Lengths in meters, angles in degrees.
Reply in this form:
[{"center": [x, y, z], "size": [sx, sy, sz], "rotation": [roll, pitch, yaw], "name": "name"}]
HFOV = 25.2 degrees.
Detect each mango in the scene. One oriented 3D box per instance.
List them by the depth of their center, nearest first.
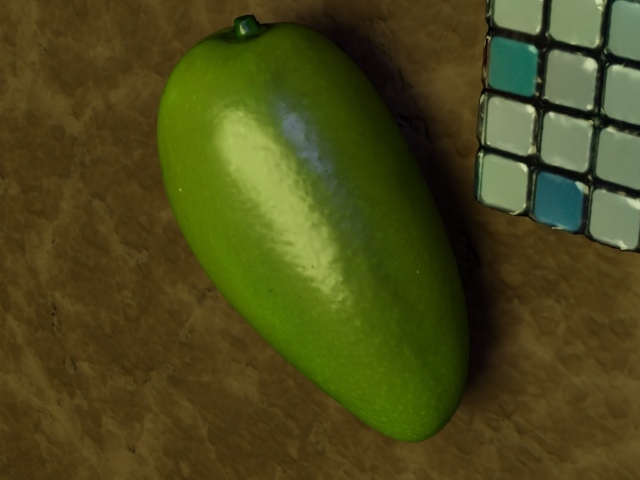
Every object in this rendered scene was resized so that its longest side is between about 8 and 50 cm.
[{"center": [0.000, 0.000, 1.061], "size": [0.192, 0.156, 0.343], "rotation": [-23, 96, 47], "name": "mango"}]

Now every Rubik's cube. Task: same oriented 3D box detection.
[{"center": [0.196, -0.093, 0.849], "size": [0.154, 0.151, 0.155], "rotation": [19, 121, 33], "name": "Rubik's cube"}]
